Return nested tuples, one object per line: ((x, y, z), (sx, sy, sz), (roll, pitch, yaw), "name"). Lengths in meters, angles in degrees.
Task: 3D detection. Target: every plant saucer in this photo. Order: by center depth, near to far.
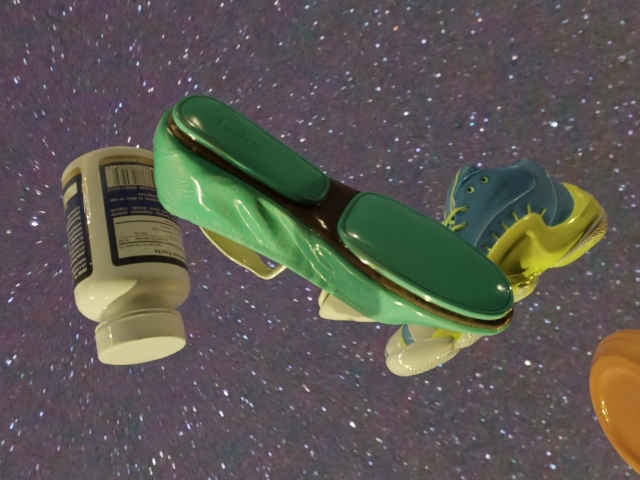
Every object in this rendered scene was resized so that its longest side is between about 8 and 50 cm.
((0.379, 0.202, 0.739), (0.037, 0.200, 0.199), (-17, -83, -12), "plant saucer")

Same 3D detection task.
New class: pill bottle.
((-0.163, 0.014, 0.544), (0.094, 0.094, 0.169), (-7, -113, -19), "pill bottle")

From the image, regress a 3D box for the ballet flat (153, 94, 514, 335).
((0.000, 0.000, 0.412), (0.247, 0.087, 0.083), (31, -140, 4), "ballet flat")

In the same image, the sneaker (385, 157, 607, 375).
((0.131, 0.013, 0.571), (0.240, 0.091, 0.126), (-34, -108, -15), "sneaker")
